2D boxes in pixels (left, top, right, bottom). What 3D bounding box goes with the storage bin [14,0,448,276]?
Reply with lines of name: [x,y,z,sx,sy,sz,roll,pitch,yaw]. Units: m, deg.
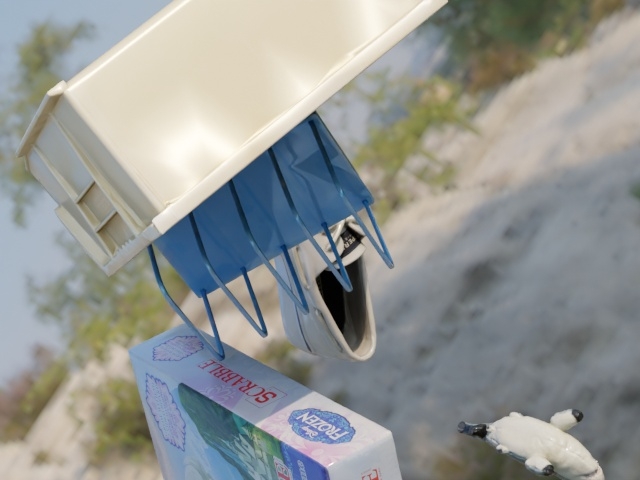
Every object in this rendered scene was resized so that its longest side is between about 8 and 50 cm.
storage bin: [-0.078,-0.111,1.361,0.262,0.123,0.260,-41,3,-17]

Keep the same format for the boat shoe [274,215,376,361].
boat shoe: [0.000,0.000,1.745,0.096,0.088,0.267,-32,-55,-40]

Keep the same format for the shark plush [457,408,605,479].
shark plush: [0.198,0.209,1.812,0.161,0.067,0.073,0,55,34]

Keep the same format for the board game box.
board game box: [-0.024,0.256,1.508,0.066,0.318,0.318,-24,24,-26]

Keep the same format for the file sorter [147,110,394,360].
file sorter: [-0.042,0.001,1.479,0.170,0.118,0.104,-29,45,7]
